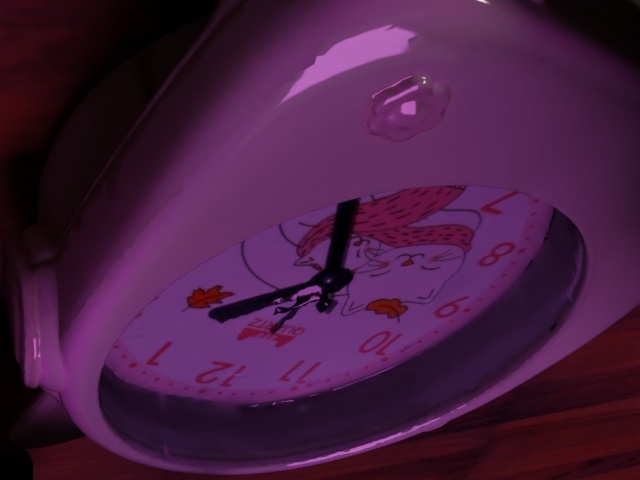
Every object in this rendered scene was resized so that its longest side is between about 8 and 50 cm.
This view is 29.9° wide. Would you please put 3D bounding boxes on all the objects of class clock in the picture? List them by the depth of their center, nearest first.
[{"bbox_3d":[0.000,0.000,0.512,0.265,0.108,0.324,14,135,-43],"label":"clock"}]

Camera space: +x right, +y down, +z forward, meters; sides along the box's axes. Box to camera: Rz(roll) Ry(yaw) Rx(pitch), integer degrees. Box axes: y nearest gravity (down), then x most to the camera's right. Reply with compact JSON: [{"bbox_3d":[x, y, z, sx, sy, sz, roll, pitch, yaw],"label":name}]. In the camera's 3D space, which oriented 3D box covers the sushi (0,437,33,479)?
[{"bbox_3d":[-0.268,0.102,0.538,0.373,0.100,0.296,8,158,-38],"label":"sushi"}]
